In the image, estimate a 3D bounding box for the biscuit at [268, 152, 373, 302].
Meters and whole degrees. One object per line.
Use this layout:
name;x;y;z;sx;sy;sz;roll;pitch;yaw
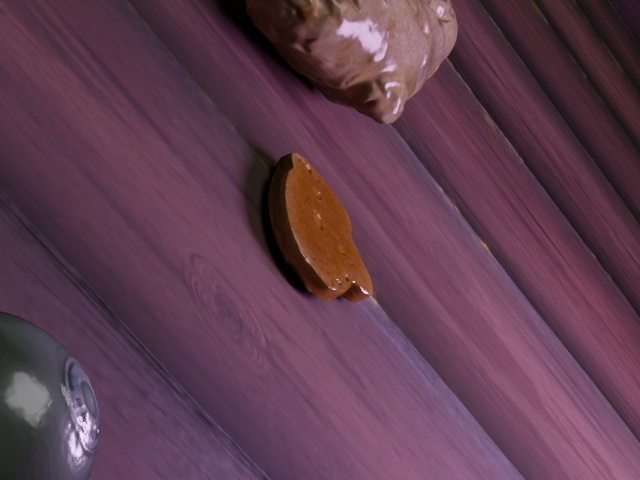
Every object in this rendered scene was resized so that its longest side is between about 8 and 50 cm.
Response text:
biscuit;-0.001;0.001;1.308;0.118;0.023;0.140;53;20;-18

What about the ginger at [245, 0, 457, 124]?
ginger;0.040;-0.192;1.532;0.190;0.126;0.354;56;21;6

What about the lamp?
lamp;-0.144;0.081;0.728;0.105;0.105;0.105;49;22;-28
